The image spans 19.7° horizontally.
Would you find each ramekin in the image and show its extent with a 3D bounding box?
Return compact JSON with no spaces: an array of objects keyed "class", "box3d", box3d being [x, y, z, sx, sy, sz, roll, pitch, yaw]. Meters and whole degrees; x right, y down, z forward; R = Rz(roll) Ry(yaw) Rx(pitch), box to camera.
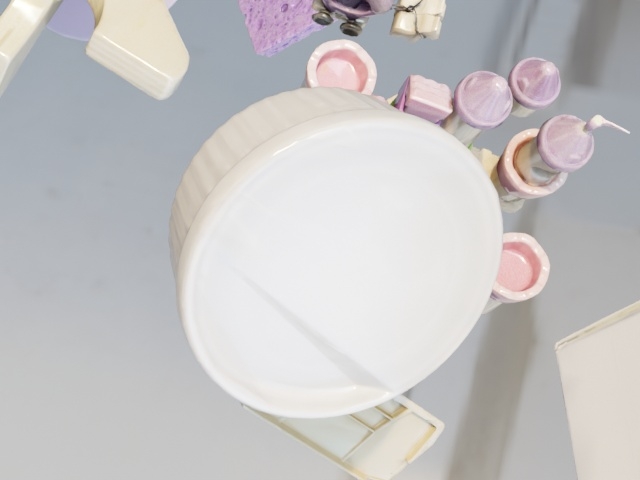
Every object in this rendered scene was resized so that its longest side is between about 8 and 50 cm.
[{"class":"ramekin","box3d":[0.000,0.000,1.497,0.127,0.273,0.273,-128,-142,-55]}]

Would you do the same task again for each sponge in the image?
[{"class":"sponge","box3d":[-0.058,-0.336,2.196,0.031,0.117,0.210,-1,68,-58]}]

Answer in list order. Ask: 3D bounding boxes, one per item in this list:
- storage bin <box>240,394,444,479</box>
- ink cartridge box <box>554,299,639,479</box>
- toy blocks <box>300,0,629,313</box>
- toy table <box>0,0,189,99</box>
[{"class":"storage bin","box3d":[-0.003,0.125,2.181,0.260,0.123,0.262,36,18,-38]},{"class":"ink cartridge box","box3d":[0.407,0.198,1.506,0.166,0.395,0.285,-33,-121,52]},{"class":"toy blocks","box3d":[0.114,-0.126,1.729,0.260,0.288,0.309,131,-23,-70]},{"class":"toy table","box3d":[-0.184,-0.221,1.349,0.161,0.252,0.274,-61,173,-45]}]
